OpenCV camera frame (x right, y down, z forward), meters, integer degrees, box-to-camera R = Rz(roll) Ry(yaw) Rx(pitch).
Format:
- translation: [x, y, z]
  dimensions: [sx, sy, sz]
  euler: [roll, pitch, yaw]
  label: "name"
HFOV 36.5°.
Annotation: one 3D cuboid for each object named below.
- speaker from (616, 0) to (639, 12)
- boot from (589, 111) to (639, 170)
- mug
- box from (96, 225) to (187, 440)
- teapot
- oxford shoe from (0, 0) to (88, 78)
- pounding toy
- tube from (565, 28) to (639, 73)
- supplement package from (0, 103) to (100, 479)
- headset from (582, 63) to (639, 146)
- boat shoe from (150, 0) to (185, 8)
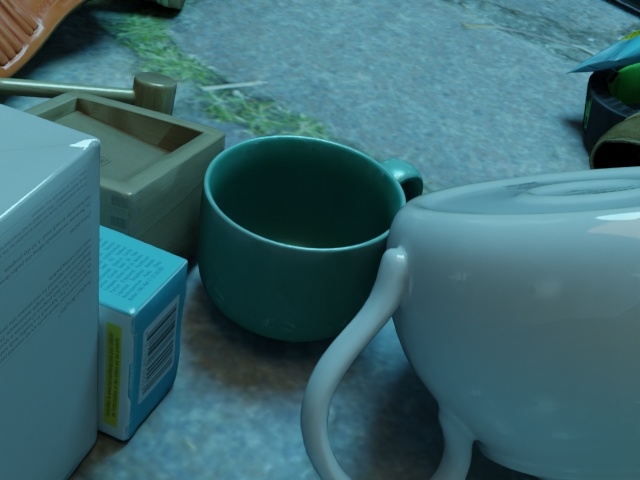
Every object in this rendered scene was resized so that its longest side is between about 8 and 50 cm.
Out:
- translation: [0.373, -0.323, 1.195]
  dimensions: [0.055, 0.055, 0.136]
  euler: [-23, 49, -36]
  label: "speaker"
- translation: [0.338, -0.005, 0.709]
  dimensions: [0.305, 0.112, 0.115]
  euler: [28, 23, 26]
  label: "boot"
- translation: [-0.003, 0.005, 0.644]
  dimensions: [0.158, 0.097, 0.129]
  euler: [3, 37, -11]
  label: "mug"
- translation: [-0.202, 0.021, 0.574]
  dimensions: [0.244, 0.100, 0.060]
  euler: [21, 37, 13]
  label: "box"
- translation: [0.155, 0.061, 0.553]
  dimensions: [0.256, 0.187, 0.252]
  euler: [0, 10, 30]
  label: "teapot"
- translation: [-0.298, -0.196, 0.843]
  dimensions: [0.364, 0.133, 0.130]
  euler: [-43, 105, -34]
  label: "oxford shoe"
- translation: [-0.161, -0.051, 0.692]
  dimensions: [0.181, 0.094, 0.206]
  euler: [17, 28, 16]
  label: "pounding toy"
- translation: [0.335, -0.193, 0.900]
  dimensions: [0.207, 0.052, 0.080]
  euler: [-23, 1, -12]
  label: "tube"
- translation: [-0.213, 0.059, 0.437]
  dimensions: [0.149, 0.203, 0.194]
  euler: [20, 37, 13]
  label: "supplement package"
- translation: [0.434, -0.079, 0.865]
  dimensions: [0.394, 0.185, 0.243]
  euler: [11, 31, 26]
  label: "headset"
- translation: [-0.187, -0.349, 1.058]
  dimensions: [0.092, 0.103, 0.285]
  euler: [6, 43, -13]
  label: "boat shoe"
